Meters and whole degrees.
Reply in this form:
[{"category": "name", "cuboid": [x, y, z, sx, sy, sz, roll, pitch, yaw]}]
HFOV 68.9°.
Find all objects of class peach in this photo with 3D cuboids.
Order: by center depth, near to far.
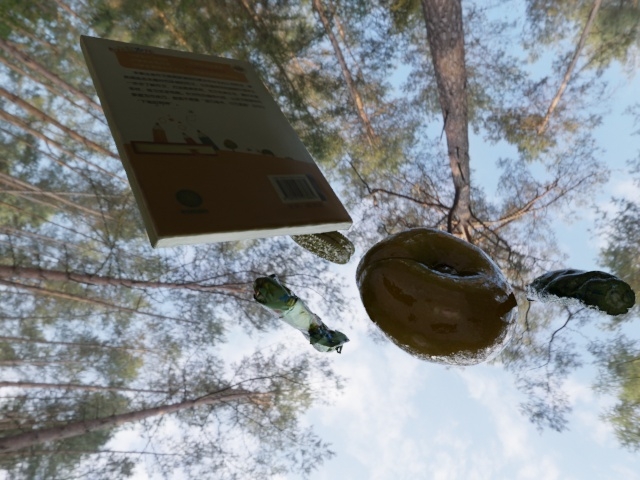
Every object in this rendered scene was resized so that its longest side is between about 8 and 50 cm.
[{"category": "peach", "cuboid": [0.175, 0.082, 0.725, 0.251, 0.251, 0.153, 24, -58, 24]}]

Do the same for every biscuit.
[{"category": "biscuit", "cuboid": [0.000, 0.000, 0.543, 0.084, 0.084, 0.023, 24, -105, 24]}]

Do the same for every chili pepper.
[{"category": "chili pepper", "cuboid": [0.372, 0.071, 0.701, 0.098, 0.224, 0.061, -9, -90, 3]}]

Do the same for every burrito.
[{"category": "burrito", "cuboid": [-0.013, 0.138, 0.759, 0.104, 0.288, 0.054, 31, -103, 33]}]

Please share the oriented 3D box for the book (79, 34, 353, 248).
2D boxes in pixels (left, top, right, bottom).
[{"category": "book", "cuboid": [-0.113, -0.116, 0.494, 0.295, 0.208, 0.020, 60, -43, 29]}]
